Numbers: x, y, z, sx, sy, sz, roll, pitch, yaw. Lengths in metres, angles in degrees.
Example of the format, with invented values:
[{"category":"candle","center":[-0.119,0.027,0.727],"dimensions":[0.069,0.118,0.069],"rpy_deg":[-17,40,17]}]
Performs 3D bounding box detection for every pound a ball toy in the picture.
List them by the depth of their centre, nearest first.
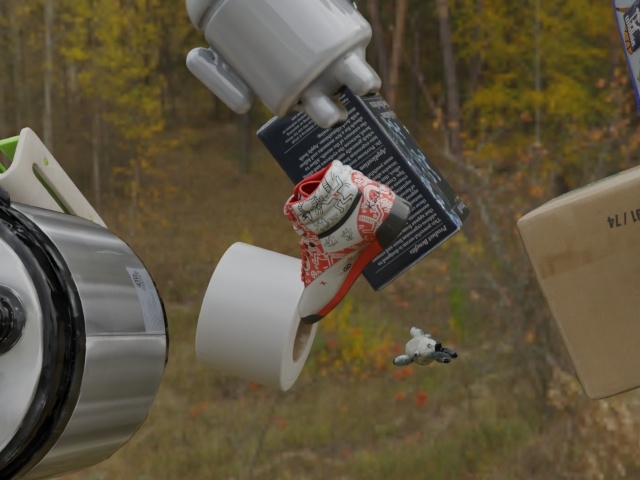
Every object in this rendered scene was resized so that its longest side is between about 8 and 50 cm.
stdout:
[{"category":"pound a ball toy","center":[-0.485,-0.012,1.845],"dimensions":[0.208,0.319,0.136],"rpy_deg":[-10,49,16]}]

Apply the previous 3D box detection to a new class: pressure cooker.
[{"category":"pressure cooker","center":[-0.415,0.120,1.399],"dimensions":[0.370,0.375,0.420],"rpy_deg":[32,4,14]}]

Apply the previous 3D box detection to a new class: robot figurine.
[{"category":"robot figurine","center":[-0.064,-0.328,1.745],"dimensions":[0.300,0.353,0.200],"rpy_deg":[-41,-2,8]}]

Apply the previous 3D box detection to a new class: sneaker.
[{"category":"sneaker","center":[0.001,-0.001,1.620],"dimensions":[0.145,0.270,0.090],"rpy_deg":[33,42,-8]}]

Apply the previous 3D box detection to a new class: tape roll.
[{"category":"tape roll","center":[-0.107,0.141,2.145],"dimensions":[0.169,0.246,0.246],"rpy_deg":[17,12,13]}]

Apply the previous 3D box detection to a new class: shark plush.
[{"category":"shark plush","center":[0.191,0.182,1.936],"dimensions":[0.067,0.073,0.161],"rpy_deg":[34,-27,-15]}]

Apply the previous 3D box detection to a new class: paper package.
[{"category":"paper package","center":[0.494,0.045,1.732],"dimensions":[0.324,0.309,0.168],"rpy_deg":[-22,-4,10]}]

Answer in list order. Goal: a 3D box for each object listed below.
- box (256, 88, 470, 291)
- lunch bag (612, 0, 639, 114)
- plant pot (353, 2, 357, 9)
[{"category":"box","center":[0.097,-0.132,2.345],"dimensions":[0.212,0.395,0.293],"rpy_deg":[-37,0,14]},{"category":"lunch bag","center":[0.619,-0.349,1.903],"dimensions":[0.239,0.328,0.385],"rpy_deg":[-14,-11,29]},{"category":"plant pot","center":[-0.099,-0.446,2.328],"dimensions":[0.290,0.195,0.290],"rpy_deg":[24,22,-11]}]
